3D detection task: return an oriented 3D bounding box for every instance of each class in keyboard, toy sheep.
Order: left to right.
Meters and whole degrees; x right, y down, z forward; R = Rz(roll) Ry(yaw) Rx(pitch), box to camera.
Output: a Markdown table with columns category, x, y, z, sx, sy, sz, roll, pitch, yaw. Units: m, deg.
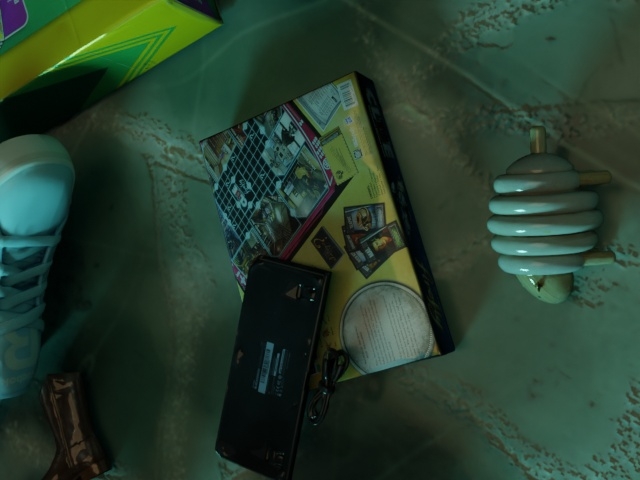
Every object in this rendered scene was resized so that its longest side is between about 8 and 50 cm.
| category | x | y | z | sx | sy | sz | roll | pitch | yaw |
| --- | --- | --- | --- | --- | --- | --- | --- | --- | --- |
| keyboard | -0.027 | 0.109 | 0.660 | 0.108 | 0.023 | 0.180 | 13 | 95 | 32 |
| toy sheep | 0.166 | -0.018 | 0.585 | 0.091 | 0.091 | 0.132 | -4 | 92 | 25 |

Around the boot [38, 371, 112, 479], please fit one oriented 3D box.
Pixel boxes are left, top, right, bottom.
| category | x | y | z | sx | sy | sz | roll | pitch | yaw |
| --- | --- | --- | --- | --- | --- | --- | --- | --- | --- |
| boot | -0.273 | 0.198 | 0.812 | 0.106 | 0.037 | 0.114 | -26 | 80 | 9 |

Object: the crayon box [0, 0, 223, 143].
| category | x | y | z | sx | sy | sz | roll | pitch | yaw |
| --- | --- | --- | --- | --- | --- | --- | --- | --- | --- |
| crayon box | -0.298 | -0.313 | 0.805 | 0.313 | 0.106 | 0.362 | -23 | 79 | 22 |

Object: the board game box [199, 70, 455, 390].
| category | x | y | z | sx | sy | sz | roll | pitch | yaw |
| --- | --- | --- | --- | --- | --- | --- | --- | --- | --- |
| board game box | 0.000 | 0.000 | 0.686 | 0.165 | 0.042 | 0.243 | -19 | 80 | 24 |

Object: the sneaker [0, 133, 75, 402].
| category | x | y | z | sx | sy | sz | roll | pitch | yaw |
| --- | --- | --- | --- | --- | --- | --- | --- | --- | --- |
| sneaker | -0.315 | 0.071 | 0.792 | 0.150 | 0.135 | 0.366 | 43 | 117 | 19 |
